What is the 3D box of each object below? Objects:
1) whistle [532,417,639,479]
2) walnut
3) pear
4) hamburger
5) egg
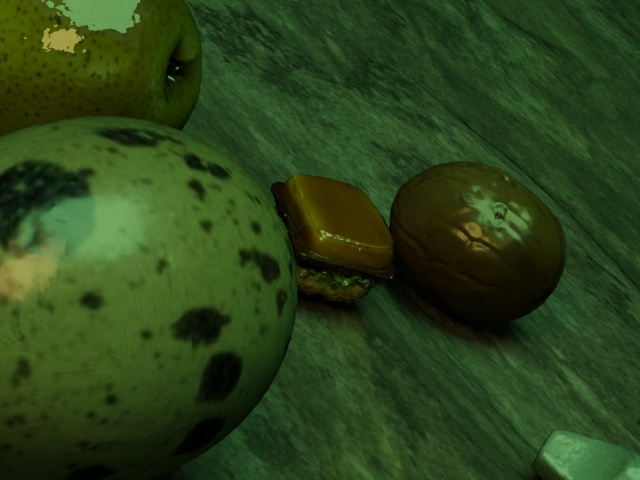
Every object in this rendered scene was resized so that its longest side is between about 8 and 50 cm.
[{"bbox_3d":[0.328,0.261,1.712,0.274,0.093,0.186,29,52,12],"label":"whistle"},{"bbox_3d":[0.165,0.000,1.970,0.207,0.167,0.167,36,27,24],"label":"walnut"},{"bbox_3d":[-0.254,-0.176,1.782,0.294,0.294,0.294,21,26,-11],"label":"pear"},{"bbox_3d":[0.000,0.000,1.896,0.137,0.087,0.166,15,26,-21],"label":"hamburger"},{"bbox_3d":[-0.185,0.049,1.398,0.287,0.288,0.379,40,25,26],"label":"egg"}]
